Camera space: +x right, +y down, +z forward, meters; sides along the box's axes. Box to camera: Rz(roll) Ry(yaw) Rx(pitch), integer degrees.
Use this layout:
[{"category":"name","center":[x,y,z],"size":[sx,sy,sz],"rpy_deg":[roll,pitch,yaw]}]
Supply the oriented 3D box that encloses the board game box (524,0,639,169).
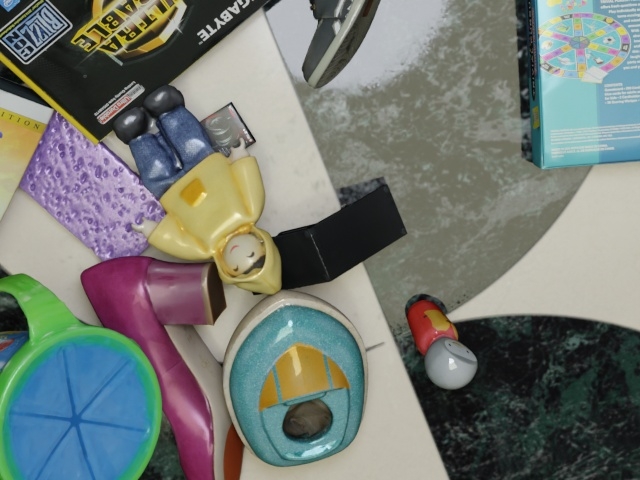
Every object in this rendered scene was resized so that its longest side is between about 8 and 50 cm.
[{"category":"board game box","center":[0.391,-0.269,1.496],"size":[0.253,0.079,0.336],"rpy_deg":[-4,99,1]}]

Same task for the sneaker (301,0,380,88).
[{"category":"sneaker","center":[0.008,-0.311,1.501],"size":[0.118,0.083,0.222],"rpy_deg":[31,106,14]}]

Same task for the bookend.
[{"category":"bookend","center":[0.000,0.000,1.536],"size":[0.157,0.156,0.072],"rpy_deg":[-30,101,-40]}]

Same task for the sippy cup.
[{"category":"sippy cup","center":[-0.356,0.209,1.486],"size":[0.240,0.224,0.306],"rpy_deg":[25,78,-42]}]

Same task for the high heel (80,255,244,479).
[{"category":"high heel","center":[-0.205,0.199,1.569],"size":[0.181,0.127,0.377],"rpy_deg":[-1,102,15]}]

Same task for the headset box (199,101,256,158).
[{"category":"headset box","center":[-0.135,-0.133,1.543],"size":[0.083,0.032,0.062],"rpy_deg":[-31,98,3]}]

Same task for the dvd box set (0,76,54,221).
[{"category":"dvd box set","center":[-0.554,-0.041,1.458],"size":[0.307,0.062,0.420],"rpy_deg":[21,107,-33]}]

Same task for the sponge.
[{"category":"sponge","center":[-0.301,-0.065,1.556],"size":[0.210,0.031,0.117],"rpy_deg":[43,98,-7]}]

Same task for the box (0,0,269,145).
[{"category":"box","center":[-0.242,-0.306,1.425],"size":[0.322,0.079,0.257],"rpy_deg":[-37,124,11]}]

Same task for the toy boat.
[{"category":"toy boat","center":[0.034,0.168,1.513],"size":[0.318,0.148,0.268],"rpy_deg":[-17,125,-6]}]

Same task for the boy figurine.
[{"category":"boy figurine","center":[-0.149,-0.045,1.465],"size":[0.177,0.092,0.285],"rpy_deg":[-33,76,0]}]
